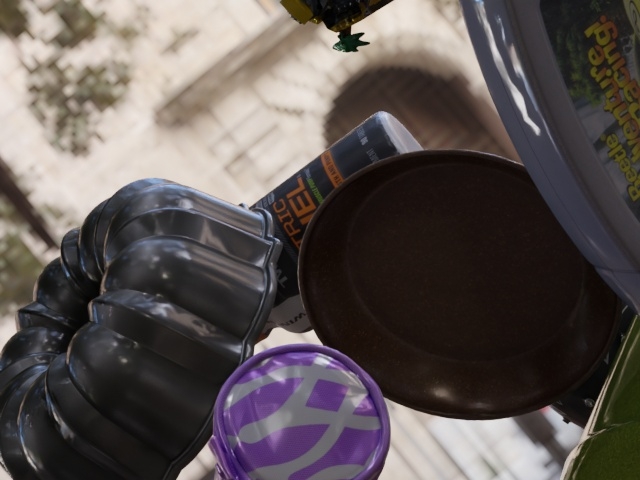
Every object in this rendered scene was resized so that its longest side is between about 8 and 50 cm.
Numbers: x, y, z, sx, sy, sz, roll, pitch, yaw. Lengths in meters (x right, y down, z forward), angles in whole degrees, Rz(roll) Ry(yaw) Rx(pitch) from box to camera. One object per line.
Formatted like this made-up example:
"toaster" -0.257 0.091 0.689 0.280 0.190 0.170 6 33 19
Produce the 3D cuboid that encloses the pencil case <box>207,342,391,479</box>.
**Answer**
"pencil case" -0.024 0.124 0.964 0.088 0.086 0.206 -16 -25 -18

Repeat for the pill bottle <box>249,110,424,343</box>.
"pill bottle" 0.000 0.000 1.849 0.246 0.130 0.130 -37 -6 11

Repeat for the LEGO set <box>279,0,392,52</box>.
"LEGO set" -0.006 -0.283 1.343 0.255 0.331 0.192 -10 16 37

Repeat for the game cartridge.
"game cartridge" 0.183 -0.103 1.050 0.196 0.294 0.060 -34 19 -16

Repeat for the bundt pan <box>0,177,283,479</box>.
"bundt pan" -0.178 0.084 1.707 0.331 0.124 0.331 -46 24 28

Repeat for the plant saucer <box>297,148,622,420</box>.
"plant saucer" 0.086 0.022 1.209 0.198 0.198 0.036 -44 13 33

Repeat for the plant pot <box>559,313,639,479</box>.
"plant pot" 0.347 0.085 1.252 0.366 0.366 0.353 124 165 -68

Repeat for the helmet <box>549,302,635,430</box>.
"helmet" 0.241 0.075 1.627 0.162 0.169 0.169 4 -29 -25
